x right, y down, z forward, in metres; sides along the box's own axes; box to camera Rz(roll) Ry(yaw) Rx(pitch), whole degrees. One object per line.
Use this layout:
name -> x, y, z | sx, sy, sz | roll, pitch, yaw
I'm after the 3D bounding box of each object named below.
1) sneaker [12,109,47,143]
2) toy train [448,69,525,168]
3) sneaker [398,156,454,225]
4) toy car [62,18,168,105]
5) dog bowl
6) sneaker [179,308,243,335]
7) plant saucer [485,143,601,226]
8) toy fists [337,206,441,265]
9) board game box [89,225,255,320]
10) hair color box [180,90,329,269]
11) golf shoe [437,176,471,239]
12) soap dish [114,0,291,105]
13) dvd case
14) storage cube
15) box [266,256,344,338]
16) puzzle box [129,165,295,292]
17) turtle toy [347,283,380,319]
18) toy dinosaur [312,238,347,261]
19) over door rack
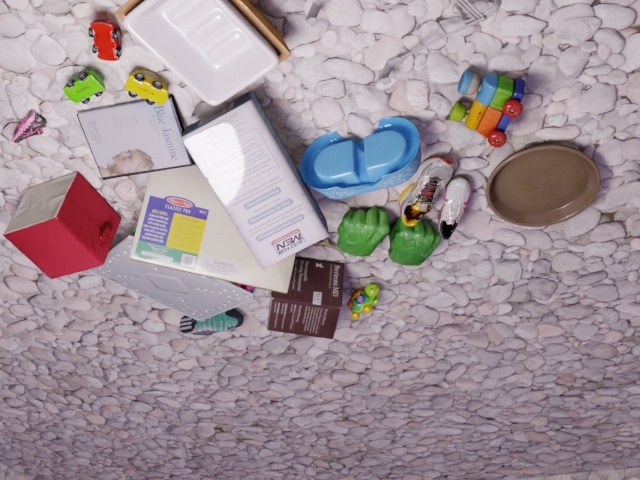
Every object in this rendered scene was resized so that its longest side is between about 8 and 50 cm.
sneaker -> -0.721, -0.272, 1.805 | 0.057, 0.047, 0.119 | 26, 137, -38
toy train -> 0.355, -0.270, 1.655 | 0.144, 0.105, 0.248 | 19, 138, 0
sneaker -> 0.270, -0.120, 1.830 | 0.088, 0.092, 0.225 | 16, 137, -12
toy car -> -0.487, -0.379, 1.649 | 0.225, 0.053, 0.239 | -18, 133, 25
dog bowl -> 0.101, -0.188, 1.729 | 0.297, 0.165, 0.074 | -12, 147, 18
sneaker -> -0.340, 0.266, 2.358 | 0.224, 0.083, 0.098 | -7, 158, 19
plant saucer -> 0.552, -0.140, 1.818 | 0.278, 0.041, 0.277 | 3, 138, 3
toy fists -> 0.184, -0.017, 1.957 | 0.279, 0.096, 0.142 | 12, 148, -9
board game box -> -0.433, 0.106, 2.105 | 0.390, 0.050, 0.390 | 29, 151, -23
hair color box -> -0.148, -0.138, 1.719 | 0.185, 0.113, 0.374 | -27, 111, 8
golf shoe -> 0.347, -0.082, 1.871 | 0.068, 0.086, 0.186 | 7, 137, 0
soap dish -> -0.236, -0.440, 1.505 | 0.229, 0.118, 0.291 | -26, 129, 30
dvd case -> -0.449, -0.248, 1.774 | 0.253, 0.022, 0.180 | -7, 118, 14
storage cube -> -0.686, -0.040, 1.953 | 0.215, 0.183, 0.193 | -15, 133, 22
box -> -0.045, 0.164, 2.125 | 0.203, 0.168, 0.167 | 7, 138, -3
puzzle box -> -0.255, -0.038, 1.861 | 0.409, 0.272, 0.052 | 14, 171, -8
turtle toy -> 0.131, 0.174, 2.187 | 0.130, 0.095, 0.066 | -33, 105, 34
toy dinosaur -> 0.000, 0.000, 2.038 | 0.183, 0.053, 0.092 | 16, 153, -2
over door rack -> 0.160, -0.477, 1.447 | 0.240, 0.108, 0.324 | 32, 146, -27
